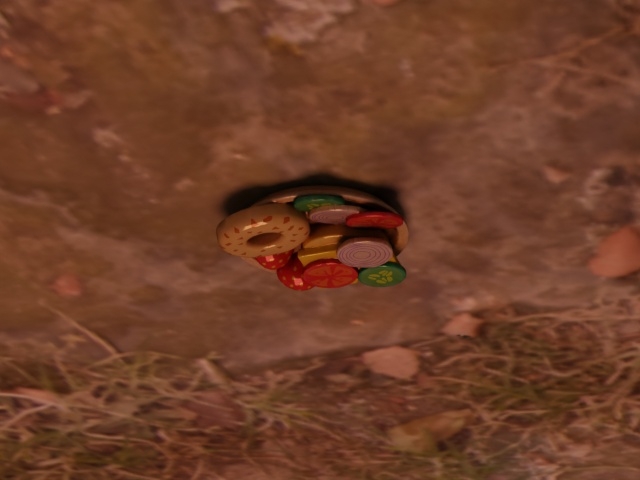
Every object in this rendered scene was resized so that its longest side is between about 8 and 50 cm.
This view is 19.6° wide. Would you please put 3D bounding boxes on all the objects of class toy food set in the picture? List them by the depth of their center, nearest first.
[{"bbox_3d":[0.000,0.000,0.828,0.082,0.020,0.083,-9,150,15],"label":"toy food set"}]
